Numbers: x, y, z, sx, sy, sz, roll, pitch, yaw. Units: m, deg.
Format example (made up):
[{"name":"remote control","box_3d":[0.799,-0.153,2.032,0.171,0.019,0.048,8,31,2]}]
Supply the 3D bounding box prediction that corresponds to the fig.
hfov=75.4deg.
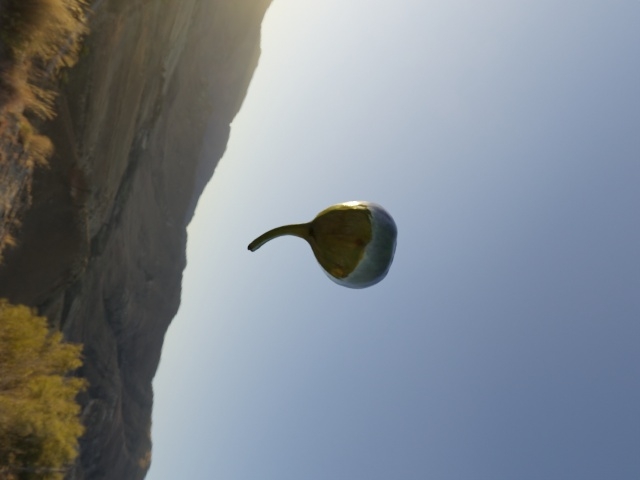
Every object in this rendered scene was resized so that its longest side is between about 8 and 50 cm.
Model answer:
[{"name":"fig","box_3d":[0.000,0.000,0.676,0.149,0.245,0.149,8,90,-78]}]
